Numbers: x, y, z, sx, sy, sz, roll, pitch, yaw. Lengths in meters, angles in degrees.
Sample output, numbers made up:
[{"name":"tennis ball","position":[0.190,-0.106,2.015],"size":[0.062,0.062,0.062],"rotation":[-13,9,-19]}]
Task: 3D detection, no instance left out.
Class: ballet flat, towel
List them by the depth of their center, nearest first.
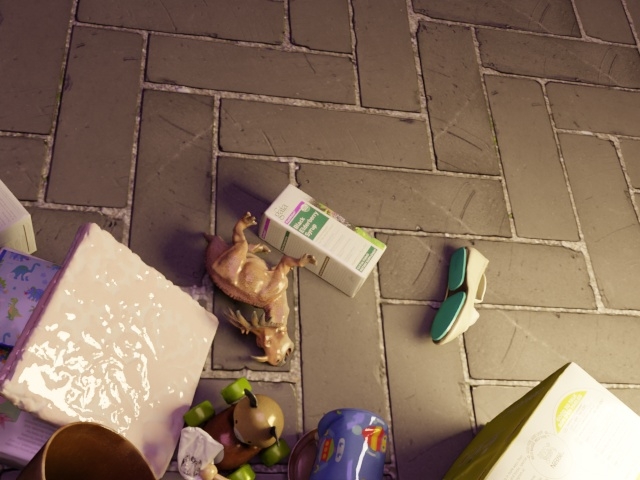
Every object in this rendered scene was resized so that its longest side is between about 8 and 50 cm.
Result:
[{"name":"towel","position":[-0.329,0.183,1.241],"size":[0.332,0.053,0.316],"rotation":[46,46,-36]},{"name":"ballet flat","position":[0.291,0.120,1.536],"size":[0.086,0.086,0.248],"rotation":[23,56,0]}]

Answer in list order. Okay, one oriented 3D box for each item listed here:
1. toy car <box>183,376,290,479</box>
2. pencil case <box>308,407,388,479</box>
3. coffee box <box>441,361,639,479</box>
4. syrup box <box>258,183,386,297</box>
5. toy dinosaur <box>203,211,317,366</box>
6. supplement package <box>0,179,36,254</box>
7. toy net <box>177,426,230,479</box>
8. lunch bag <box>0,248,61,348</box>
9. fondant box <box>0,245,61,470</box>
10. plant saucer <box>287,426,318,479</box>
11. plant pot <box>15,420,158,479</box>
[{"name":"toy car","position":[-0.118,0.305,1.236],"size":[0.149,0.188,0.155],"rotation":[-30,82,-28]},{"name":"pencil case","position":[0.024,0.421,1.225],"size":[0.133,0.119,0.306],"rotation":[-7,52,31]},{"name":"coffee box","position":[0.364,0.460,1.190],"size":[0.334,0.337,0.338],"rotation":[41,59,12]},{"name":"syrup box","position":[0.000,0.000,1.520],"size":[0.237,0.096,0.093],"rotation":[34,58,6]},{"name":"toy dinosaur","position":[-0.142,0.078,1.427],"size":[0.296,0.127,0.200],"rotation":[36,65,15]},{"name":"supplement package","position":[-0.646,0.004,1.329],"size":[0.244,0.139,0.134],"rotation":[-36,75,-30]},{"name":"toy net","position":[-0.180,0.405,1.216],"size":[0.122,0.045,0.232],"rotation":[-22,93,5]},{"name":"lunch bag","position":[-0.476,0.108,1.223],"size":[0.129,0.096,0.151],"rotation":[15,48,-5]},{"name":"fondant box","position":[-0.494,0.198,1.277],"size":[0.238,0.096,0.330],"rotation":[20,56,-2]},{"name":"plant saucer","position":[0.024,0.406,1.321],"size":[0.169,0.029,0.168],"rotation":[6,60,-11]},{"name":"plant pot","position":[-0.381,0.414,1.090],"size":[0.230,0.215,0.215],"rotation":[-39,69,16]}]
